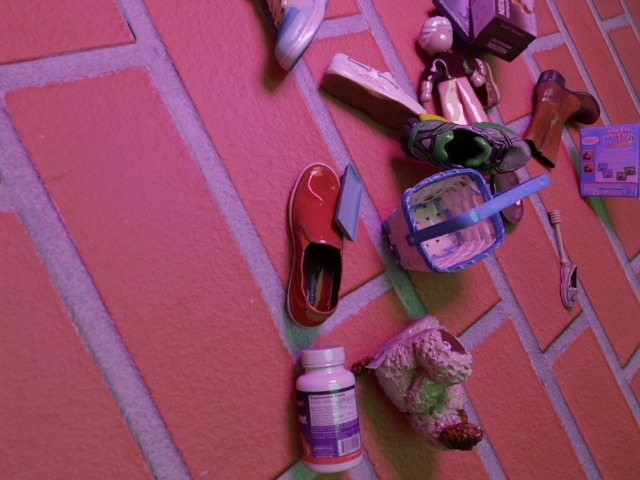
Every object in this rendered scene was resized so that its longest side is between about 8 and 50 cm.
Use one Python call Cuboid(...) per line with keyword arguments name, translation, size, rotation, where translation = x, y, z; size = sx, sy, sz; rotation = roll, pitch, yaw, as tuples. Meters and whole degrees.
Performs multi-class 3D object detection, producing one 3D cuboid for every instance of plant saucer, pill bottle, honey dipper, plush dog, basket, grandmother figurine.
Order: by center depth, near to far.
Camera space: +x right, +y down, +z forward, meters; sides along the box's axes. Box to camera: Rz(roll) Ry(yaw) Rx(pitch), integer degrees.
Cuboid(name="pill bottle", translation=(0.013, 0.290, 0.716), size=(0.108, 0.108, 0.194), rotation=(0, 78, -27))
Cuboid(name="plush dog", translation=(0.200, 0.292, 0.771), size=(0.210, 0.262, 0.225), rotation=(-31, 83, 4))
Cuboid(name="basket", translation=(0.278, -0.045, 0.823), size=(0.254, 0.289, 0.201), rotation=(-21, 90, -28))
Cuboid(name="plant saucer", translation=(0.059, -0.081, 0.825), size=(0.067, 0.018, 0.192), rotation=(53, 32, -33))
Cuboid(name="grandmother figurine", translation=(0.347, -0.415, 1.053), size=(0.207, 0.104, 0.343), rotation=(-20, 90, -33))
Cuboid(name="plant saucer", translation=(0.498, -0.125, 1.087), size=(0.168, 0.029, 0.169), rotation=(12, 72, -40))
Cuboid(name="honey dipper", translation=(0.702, -0.010, 1.182), size=(0.030, 0.030, 0.161), rotation=(-6, 83, -28))

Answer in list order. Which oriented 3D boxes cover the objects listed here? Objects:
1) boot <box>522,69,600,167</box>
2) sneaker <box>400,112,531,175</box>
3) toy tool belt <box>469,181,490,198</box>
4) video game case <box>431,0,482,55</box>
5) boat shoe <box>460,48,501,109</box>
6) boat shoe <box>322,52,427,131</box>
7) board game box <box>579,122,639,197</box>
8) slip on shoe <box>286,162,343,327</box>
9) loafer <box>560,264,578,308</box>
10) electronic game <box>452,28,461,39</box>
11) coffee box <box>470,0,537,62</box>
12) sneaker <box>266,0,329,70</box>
Cuboid(name="boot", translation=(0.755, -0.353, 1.253), size=(0.264, 0.096, 0.281), rotation=(29, 70, -25))
Cuboid(name="sneaker", translation=(0.357, -0.198, 0.928), size=(0.343, 0.146, 0.134), rotation=(-1, 119, -24))
Cuboid(name="toy tool belt", translation=(0.401, -0.115, 1.039), size=(0.083, 0.052, 0.051), rotation=(-35, 139, -24))
Cuboid(name="video game case", translation=(0.461, -0.654, 1.151), size=(0.274, 0.026, 0.196), rotation=(-38, 89, -28))
Cuboid(name="boat shoe", translation=(0.442, -0.450, 1.128), size=(0.060, 0.064, 0.178), rotation=(-36, 99, -31))
Cuboid(name="boat shoe", translation=(0.142, -0.345, 0.932), size=(0.277, 0.098, 0.096), rotation=(24, 70, -19))
Cuboid(name="board game box", translation=(0.871, -0.237, 1.211), size=(0.039, 0.160, 0.212), rotation=(-20, 108, -30))
Cuboid(name="slip on shoe", translation=(0.000, 0.000, 0.780), size=(0.123, 0.101, 0.331), rotation=(12, 72, -23))
Cuboid(name="loafer", translation=(0.714, 0.130, 1.150), size=(0.045, 0.039, 0.125), rotation=(11, 73, -25))
Cuboid(name="electronic game", translation=(0.458, -0.661, 1.193), size=(0.229, 0.048, 0.229), rotation=(7, 70, -19))
Cuboid(name="coffee box", translation=(0.485, -0.626, 1.081), size=(0.141, 0.098, 0.247), rotation=(15, 68, -16))
Cuboid(name="sneaker", translation=(-0.092, -0.512, 0.838), size=(0.208, 0.127, 0.319), rotation=(26, 59, -22))
